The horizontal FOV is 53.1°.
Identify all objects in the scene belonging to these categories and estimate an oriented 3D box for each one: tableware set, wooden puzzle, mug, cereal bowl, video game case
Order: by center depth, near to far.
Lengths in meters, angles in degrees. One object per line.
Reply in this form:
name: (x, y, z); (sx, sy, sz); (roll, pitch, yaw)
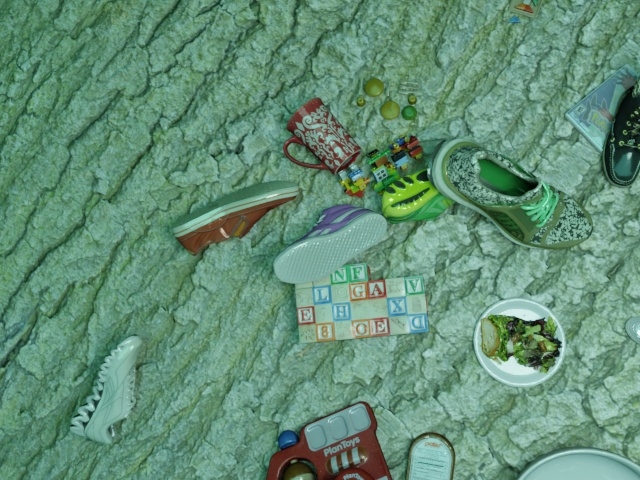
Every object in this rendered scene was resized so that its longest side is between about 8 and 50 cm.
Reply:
cereal bowl: (0.541, 0.586, 1.309); (0.339, 0.141, 0.338); (-2, 82, 11)
video game case: (0.698, -0.274, 1.464); (0.183, 0.023, 0.201); (-40, 76, 4)
wooden puzzle: (0.500, -0.581, 1.556); (0.079, 0.014, 0.116); (13, 85, 13)
mug: (0.004, -0.238, 1.572); (0.169, 0.113, 0.150); (48, 122, 10)
tableware set: (0.166, -0.348, 1.588); (0.154, 0.024, 0.104); (7, 86, 11)

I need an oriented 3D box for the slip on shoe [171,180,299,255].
slip on shoe: (-0.201, -0.060, 1.586); (0.331, 0.123, 0.101); (-24, 110, 2)

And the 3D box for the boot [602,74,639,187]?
boot: (0.670, -0.242, 1.361); (0.085, 0.178, 0.236); (12, 84, 13)

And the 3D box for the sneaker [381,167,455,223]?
sneaker: (0.273, -0.119, 1.490); (0.296, 0.123, 0.109); (-18, 69, -10)

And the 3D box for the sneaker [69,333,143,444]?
sneaker: (-0.500, 0.368, 1.584); (0.118, 0.110, 0.292); (28, 96, 7)

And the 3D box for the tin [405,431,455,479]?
tin: (0.245, 0.528, 1.434); (0.106, 0.040, 0.189); (7, 83, 8)

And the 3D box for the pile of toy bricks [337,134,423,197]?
pile of toy bricks: (0.160, -0.159, 1.530); (0.212, 0.118, 0.105); (-32, 114, -5)

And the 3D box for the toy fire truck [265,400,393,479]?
toy fire truck: (0.010, 0.526, 1.435); (0.302, 0.169, 0.253); (-24, 54, 7)

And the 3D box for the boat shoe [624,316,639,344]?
boat shoe: (0.741, 0.222, 1.361); (0.184, 0.063, 0.066); (38, 91, 14)

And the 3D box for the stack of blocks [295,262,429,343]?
stack of blocks: (0.096, 0.142, 1.494); (0.297, 0.087, 0.171); (-6, 80, 11)

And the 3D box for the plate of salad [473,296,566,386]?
plate of salad: (0.445, 0.226, 1.430); (0.200, 0.048, 0.199); (-2, 81, 11)

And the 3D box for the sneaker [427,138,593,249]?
sneaker: (0.430, -0.085, 1.363); (0.410, 0.182, 0.158); (23, 90, -15)

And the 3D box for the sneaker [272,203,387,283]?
sneaker: (0.000, 0.001, 1.493); (0.282, 0.161, 0.102); (-24, 119, -17)
